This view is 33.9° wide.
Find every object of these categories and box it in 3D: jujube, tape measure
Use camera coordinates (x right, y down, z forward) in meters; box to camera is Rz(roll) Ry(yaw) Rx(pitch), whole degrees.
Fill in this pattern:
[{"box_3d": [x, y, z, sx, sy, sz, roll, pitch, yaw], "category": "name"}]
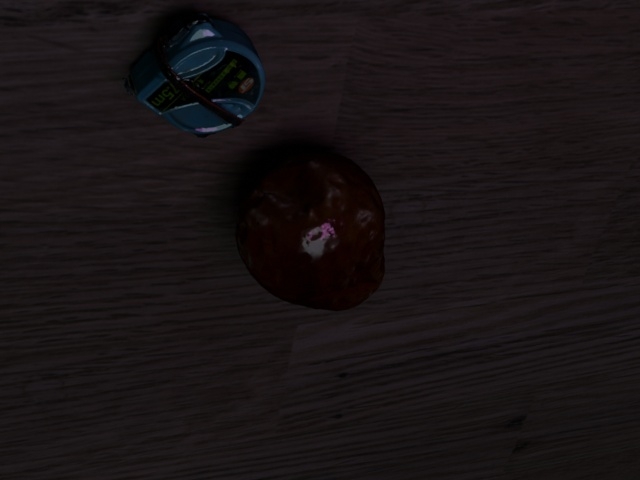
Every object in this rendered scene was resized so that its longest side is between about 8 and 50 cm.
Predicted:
[{"box_3d": [0.000, 0.000, 1.328, 0.190, 0.190, 0.255, -33, 143, 5], "category": "jujube"}, {"box_3d": [-0.128, -0.182, 1.162, 0.125, 0.081, 0.146, -41, 135, 16], "category": "tape measure"}]
